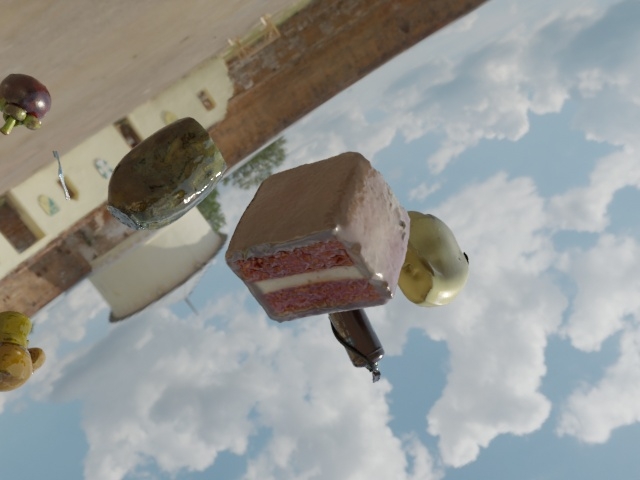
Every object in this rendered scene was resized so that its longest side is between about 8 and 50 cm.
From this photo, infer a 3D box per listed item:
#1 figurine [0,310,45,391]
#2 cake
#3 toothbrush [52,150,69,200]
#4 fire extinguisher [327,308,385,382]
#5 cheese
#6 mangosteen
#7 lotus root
[{"bbox_3d":[-0.803,0.295,1.583,0.228,0.215,0.215,-36,-169,43],"label":"figurine"},{"bbox_3d":[0.000,0.000,1.237,0.309,0.237,0.230,-15,-141,31],"label":"cake"},{"bbox_3d":[-0.748,-0.185,1.819,0.017,0.162,0.014,14,-143,23],"label":"toothbrush"},{"bbox_3d":[0.082,0.231,1.698,0.105,0.341,0.141,-25,175,-5],"label":"fire extinguisher"},{"bbox_3d":[0.265,0.037,1.568,0.128,0.259,0.316,-36,167,34],"label":"cheese"},{"bbox_3d":[-0.888,-0.406,1.860,0.145,0.156,0.181,110,5,-52],"label":"mangosteen"},{"bbox_3d":[-0.455,-0.175,1.820,0.346,0.250,0.250,-48,-159,-27],"label":"lotus root"}]
